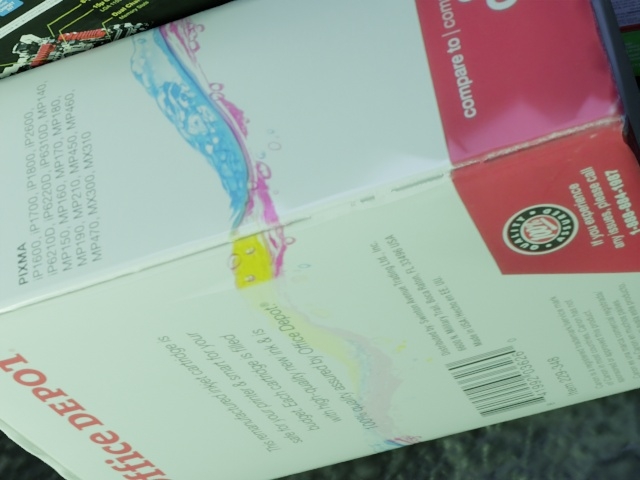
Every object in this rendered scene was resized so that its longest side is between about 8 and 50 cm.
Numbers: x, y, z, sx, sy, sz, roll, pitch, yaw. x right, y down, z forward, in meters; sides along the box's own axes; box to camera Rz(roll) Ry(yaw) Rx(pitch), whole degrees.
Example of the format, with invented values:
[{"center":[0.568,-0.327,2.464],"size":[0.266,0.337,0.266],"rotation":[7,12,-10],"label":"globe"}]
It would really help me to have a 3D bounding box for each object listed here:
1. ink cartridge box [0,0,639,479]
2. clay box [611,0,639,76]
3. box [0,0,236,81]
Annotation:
[{"center":[0.000,0.000,0.752],"size":[0.306,0.226,0.131],"rotation":[-15,58,13],"label":"ink cartridge box"},{"center":[0.161,-0.164,0.849],"size":[0.127,0.053,0.222],"rotation":[-9,38,16],"label":"clay box"},{"center":[-0.143,-0.084,0.790],"size":[0.322,0.257,0.079],"rotation":[-26,63,31],"label":"box"}]
